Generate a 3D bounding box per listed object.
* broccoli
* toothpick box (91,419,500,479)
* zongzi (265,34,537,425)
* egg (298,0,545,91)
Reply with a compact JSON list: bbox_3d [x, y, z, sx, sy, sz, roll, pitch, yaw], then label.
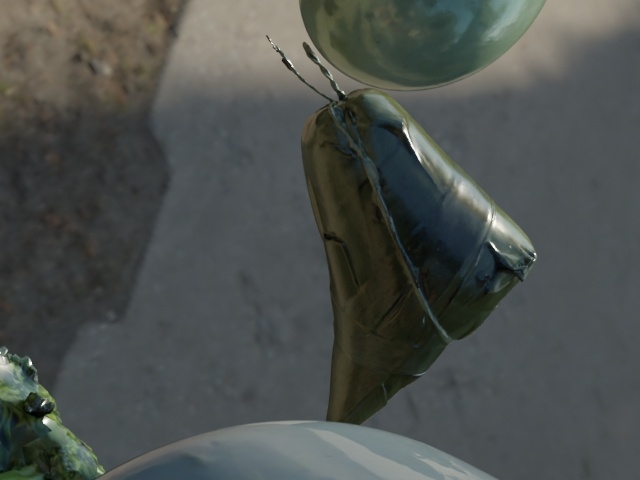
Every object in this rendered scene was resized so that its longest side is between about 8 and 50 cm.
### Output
[{"bbox_3d":[-0.267,0.160,1.327,0.226,0.198,0.176,45,1,-35],"label":"broccoli"},{"bbox_3d":[0.038,0.185,0.468,0.263,0.354,0.263,-9,108,-30],"label":"toothpick box"},{"bbox_3d":[0.000,0.000,0.818,0.154,0.130,0.062,44,11,-16],"label":"zongzi"},{"bbox_3d":[0.073,-0.180,1.259,0.192,0.149,0.149,-37,102,-24],"label":"egg"}]
